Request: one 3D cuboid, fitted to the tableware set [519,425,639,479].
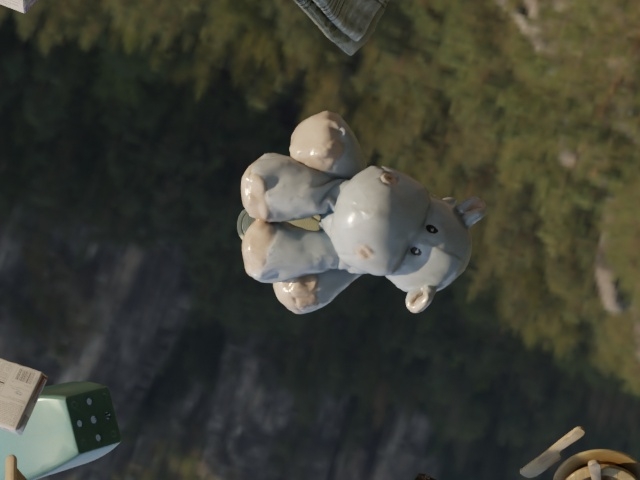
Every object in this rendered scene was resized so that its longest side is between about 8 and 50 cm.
[{"bbox_3d":[0.223,0.265,1.252,0.128,0.039,0.194,34,121,-18],"label":"tableware set"}]

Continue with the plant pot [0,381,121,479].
[{"bbox_3d":[-0.482,0.343,2.413,0.234,0.165,0.165,-17,176,39],"label":"plant pot"}]

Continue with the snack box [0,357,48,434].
[{"bbox_3d":[-0.367,0.138,1.344,0.178,0.064,0.022,16,160,16],"label":"snack box"}]

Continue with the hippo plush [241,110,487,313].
[{"bbox_3d":[0.058,0.010,1.565,0.294,0.234,0.236,33,-179,-33],"label":"hippo plush"}]

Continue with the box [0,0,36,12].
[{"bbox_3d":[-0.353,-0.439,1.854,0.067,0.324,0.063,23,141,12],"label":"box"}]

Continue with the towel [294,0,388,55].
[{"bbox_3d":[0.065,-0.386,1.477,0.056,0.312,0.324,27,178,23],"label":"towel"}]

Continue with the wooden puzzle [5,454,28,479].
[{"bbox_3d":[-0.380,0.446,1.878,0.044,0.221,0.238,-21,127,3],"label":"wooden puzzle"}]

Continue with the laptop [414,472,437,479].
[{"bbox_3d":[0.183,0.381,1.520,0.234,0.136,0.264,28,158,11],"label":"laptop"}]

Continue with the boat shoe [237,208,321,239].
[{"bbox_3d":[0.000,0.000,1.830,0.233,0.084,0.079,9,178,-5],"label":"boat shoe"}]
